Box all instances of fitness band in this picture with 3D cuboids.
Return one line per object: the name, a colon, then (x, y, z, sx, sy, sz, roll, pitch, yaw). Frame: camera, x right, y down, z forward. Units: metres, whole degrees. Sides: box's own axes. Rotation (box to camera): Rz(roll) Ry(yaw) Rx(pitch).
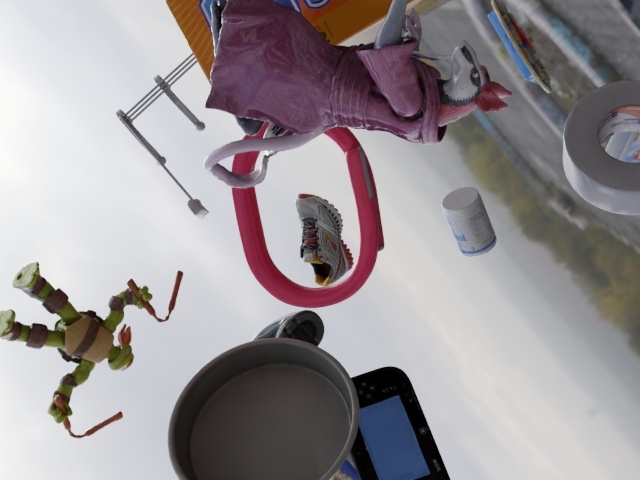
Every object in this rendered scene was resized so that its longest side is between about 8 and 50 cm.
fitness band: (-0.020, -0.046, 1.524, 0.054, 0.209, 0.290, -33, -66, -72)

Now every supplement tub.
supplement tub: (0.257, -0.031, 1.810, 0.107, 0.071, 0.071, 63, 178, -30)

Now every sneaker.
sneaker: (0.000, 0.000, 2.152, 0.088, 0.092, 0.225, 7, 132, 40)
sneaker: (-0.104, 0.231, 1.955, 0.101, 0.267, 0.106, 52, 173, -18)

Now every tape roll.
tape roll: (0.500, -0.151, 1.676, 0.219, 0.219, 0.072, 53, 172, 31)

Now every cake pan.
cake pan: (-0.082, 0.281, 1.565, 0.293, 0.293, 0.054, 54, 169, 40)

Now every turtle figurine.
turtle figurine: (-0.321, 0.115, 1.413, 0.217, 0.269, 0.087, 37, 173, -34)

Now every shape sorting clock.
shape sorting clock: (0.381, -0.367, 1.966, 0.206, 0.040, 0.206, 44, -153, -30)

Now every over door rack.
over door rack: (-0.238, -0.219, 2.119, 0.324, 0.239, 0.108, 49, -177, 25)

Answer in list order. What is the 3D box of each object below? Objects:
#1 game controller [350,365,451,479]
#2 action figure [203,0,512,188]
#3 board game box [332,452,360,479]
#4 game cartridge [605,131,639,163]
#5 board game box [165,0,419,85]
game controller: (0.141, 0.406, 2.086, 0.067, 0.167, 0.319, 63, -175, -61)
action figure: (0.036, -0.175, 1.222, 0.370, 0.275, 0.248, 15, 177, 23)
board game box: (-0.020, 0.394, 2.282, 0.233, 0.078, 0.347, 52, -176, -25)
game cartridge: (0.628, -0.192, 1.835, 0.062, 0.198, 0.297, 36, 167, -25)
board game box: (-0.023, -0.452, 1.573, 0.356, 0.357, 0.356, 62, -158, -4)
